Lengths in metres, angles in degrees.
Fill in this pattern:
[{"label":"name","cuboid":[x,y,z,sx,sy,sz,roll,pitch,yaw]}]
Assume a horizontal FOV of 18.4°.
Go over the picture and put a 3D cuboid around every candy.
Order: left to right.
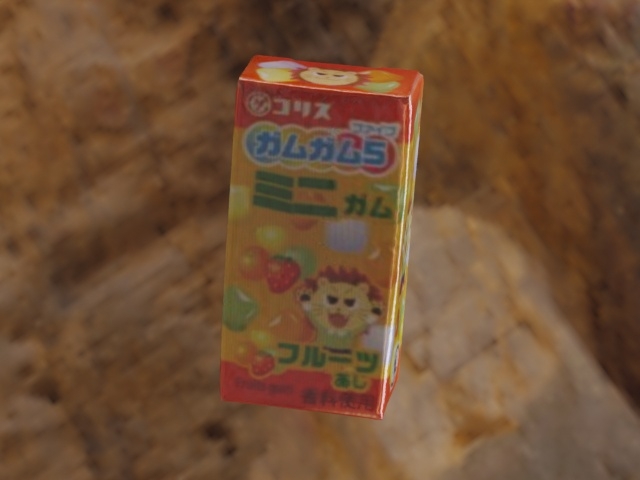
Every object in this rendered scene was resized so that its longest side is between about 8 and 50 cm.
[{"label":"candy","cuboid":[0.000,0.000,0.691,0.038,0.062,0.122,-69,164,-69]}]
